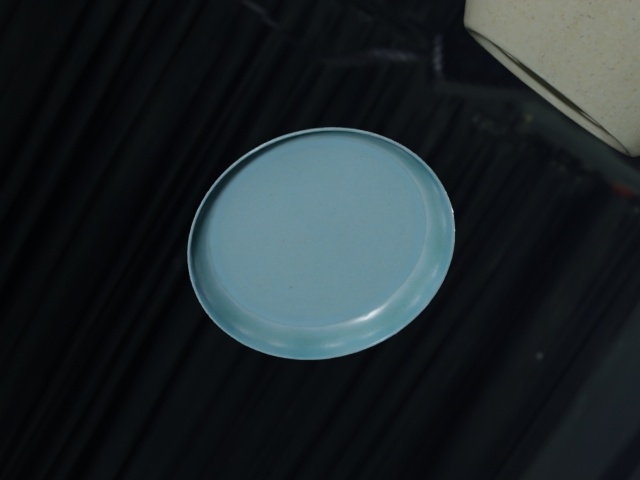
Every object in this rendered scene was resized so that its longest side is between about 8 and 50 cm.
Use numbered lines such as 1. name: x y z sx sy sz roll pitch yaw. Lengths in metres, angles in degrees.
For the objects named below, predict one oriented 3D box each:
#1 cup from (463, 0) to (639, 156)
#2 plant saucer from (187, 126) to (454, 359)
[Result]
1. cup: 0.247 -0.205 1.218 0.331 0.237 0.331 37 5 -3
2. plant saucer: 0.000 0.000 1.895 0.318 0.317 0.043 27 23 -23
